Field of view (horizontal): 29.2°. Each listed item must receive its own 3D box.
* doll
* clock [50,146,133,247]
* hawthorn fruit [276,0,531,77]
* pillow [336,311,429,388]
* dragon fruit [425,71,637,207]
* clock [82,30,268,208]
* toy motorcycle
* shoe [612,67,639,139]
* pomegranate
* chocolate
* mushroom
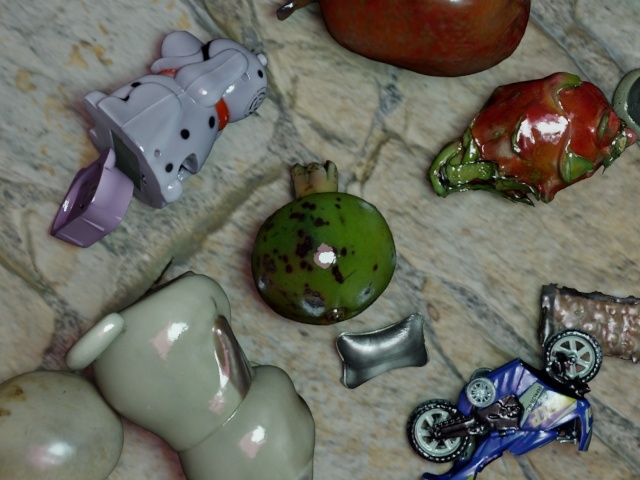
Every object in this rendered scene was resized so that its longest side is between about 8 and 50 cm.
[{"bbox_3d":[-0.155,0.199,1.643,0.370,0.215,0.226,45,49,-15],"label":"doll"},{"bbox_3d":[-0.304,-0.055,1.666,0.050,0.153,0.110,29,60,-24],"label":"clock"},{"bbox_3d":[0.138,-0.372,1.674,0.308,0.325,0.308,-16,113,-44],"label":"hawthorn fruit"},{"bbox_3d":[0.090,0.158,1.758,0.135,0.055,0.091,-13,93,-7],"label":"pillow"},{"bbox_3d":[0.295,-0.123,1.724,0.269,0.198,0.200,-41,51,-9],"label":"dragon fruit"},{"bbox_3d":[-0.180,-0.188,1.681,0.189,0.189,0.254,47,71,-5],"label":"clock"},{"bbox_3d":[0.273,0.255,1.739,0.315,0.113,0.169,-30,87,11],"label":"toy motorcycle"},{"bbox_3d":[0.588,-0.137,1.776,0.336,0.171,0.132,39,84,-5],"label":"shoe"},{"bbox_3d":[0.000,0.000,1.697,0.202,0.202,0.248,-6,59,-8],"label":"pomegranate"},{"bbox_3d":[0.471,0.137,1.808,0.329,0.065,0.102,10,78,-7],"label":"chocolate"},{"bbox_3d":[-0.364,0.287,1.641,0.207,0.207,0.215,-5,123,-8],"label":"mushroom"}]
